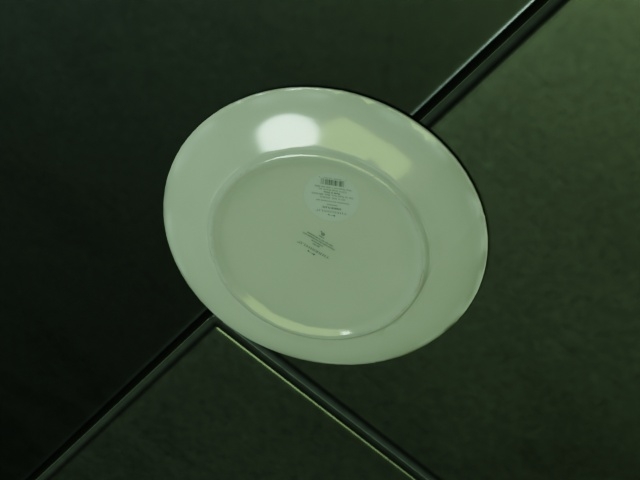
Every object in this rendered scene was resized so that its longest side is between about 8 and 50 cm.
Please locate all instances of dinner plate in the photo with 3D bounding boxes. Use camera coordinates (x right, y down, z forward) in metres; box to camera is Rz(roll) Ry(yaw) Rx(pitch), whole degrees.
[{"bbox_3d":[0.000,0.000,0.721,0.141,0.017,0.141,6,124,9],"label":"dinner plate"}]
